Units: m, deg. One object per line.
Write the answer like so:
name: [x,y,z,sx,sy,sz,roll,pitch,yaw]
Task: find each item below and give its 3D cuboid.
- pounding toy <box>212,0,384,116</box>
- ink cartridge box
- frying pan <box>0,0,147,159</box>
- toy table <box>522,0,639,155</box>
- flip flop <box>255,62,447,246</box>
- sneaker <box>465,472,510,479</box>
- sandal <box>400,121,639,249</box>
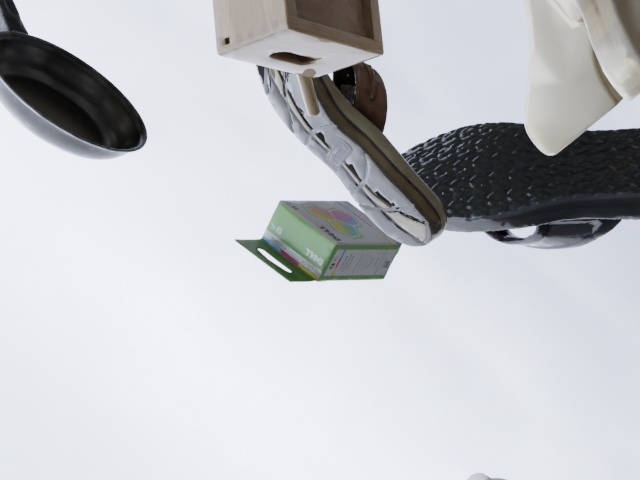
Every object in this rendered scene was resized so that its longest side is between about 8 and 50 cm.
pounding toy: [-0.019,-0.175,1.217,0.141,0.100,0.130,7,-107,-50]
ink cartridge box: [0.000,0.000,2.092,0.109,0.062,0.209,37,-158,30]
frying pan: [-0.321,-0.193,1.732,0.326,0.053,0.197,41,-159,8]
toy table: [0.204,-0.194,1.129,0.161,0.252,0.274,50,-138,0]
flip flop: [0.033,-0.119,1.519,0.277,0.080,0.112,50,158,1]
sneaker: [0.208,0.351,1.664,0.095,0.090,0.235,21,-131,-43]
sandal: [0.282,-0.047,1.817,0.167,0.446,0.107,-62,-37,-42]
